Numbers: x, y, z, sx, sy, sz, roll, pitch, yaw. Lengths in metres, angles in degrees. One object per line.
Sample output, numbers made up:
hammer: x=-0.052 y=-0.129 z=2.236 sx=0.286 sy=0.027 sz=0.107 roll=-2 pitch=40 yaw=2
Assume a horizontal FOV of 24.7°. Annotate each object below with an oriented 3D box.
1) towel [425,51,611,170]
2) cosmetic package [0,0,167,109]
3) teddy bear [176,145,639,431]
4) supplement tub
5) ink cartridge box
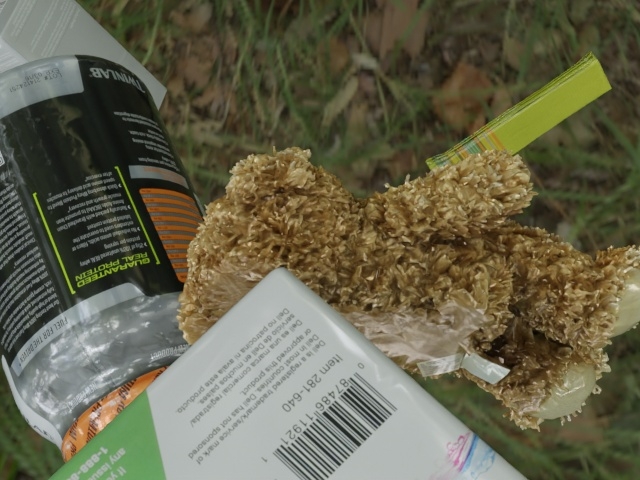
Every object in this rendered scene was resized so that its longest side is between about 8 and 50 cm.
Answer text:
towel: x=0.241 y=-0.140 z=1.776 sx=0.237 sy=0.102 sz=0.021 roll=-34 pitch=67 yaw=9
cosmetic package: x=-0.309 y=-0.200 z=1.769 sx=0.107 sy=0.127 sz=0.238 roll=-12 pitch=134 yaw=37
teddy bear: x=0.071 y=0.032 z=1.034 sx=0.338 sy=0.113 sz=0.245 roll=2 pitch=135 yaw=-2
supplement tub: x=-0.174 y=0.027 z=1.159 sx=0.193 sy=0.316 sz=0.193 roll=-20 pitch=153 yaw=-11
ink cartridge box: x=0.010 y=0.183 z=0.730 sx=0.278 sy=0.117 sz=0.201 roll=41 pitch=72 yaw=19
